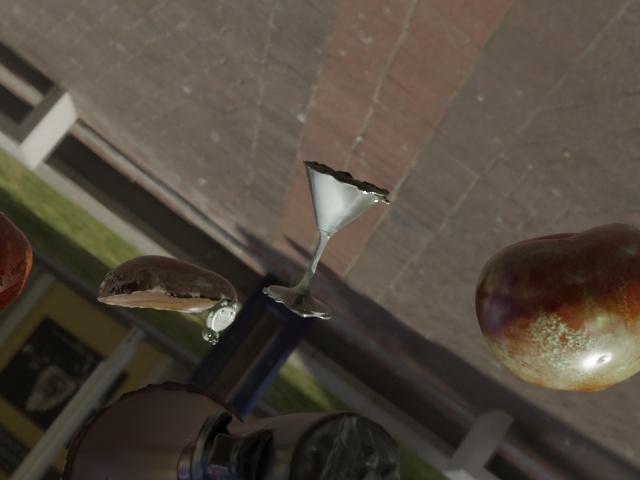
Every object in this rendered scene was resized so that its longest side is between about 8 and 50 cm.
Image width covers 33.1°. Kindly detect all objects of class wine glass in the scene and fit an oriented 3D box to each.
[{"bbox_3d":[0.000,0.000,1.365,0.122,0.183,0.122,22,-172,-3],"label":"wine glass"}]

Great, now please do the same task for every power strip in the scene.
[{"bbox_3d":[-0.172,0.140,1.837,0.055,0.083,0.035,17,-157,-42],"label":"power strip"}]

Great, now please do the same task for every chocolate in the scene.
[{"bbox_3d":[-0.264,0.074,1.876,0.161,0.083,0.261,-10,166,34],"label":"chocolate"}]

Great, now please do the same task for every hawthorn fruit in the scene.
[{"bbox_3d":[-0.547,0.041,1.683,0.189,0.189,0.189,34,166,10],"label":"hawthorn fruit"}]

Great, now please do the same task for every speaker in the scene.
[{"bbox_3d":[-0.033,0.228,0.845,0.329,0.198,0.259,-12,118,55],"label":"speaker"}]

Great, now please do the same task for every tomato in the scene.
[{"bbox_3d":[0.347,0.098,1.473,0.270,0.270,0.223,162,93,-73],"label":"tomato"}]
